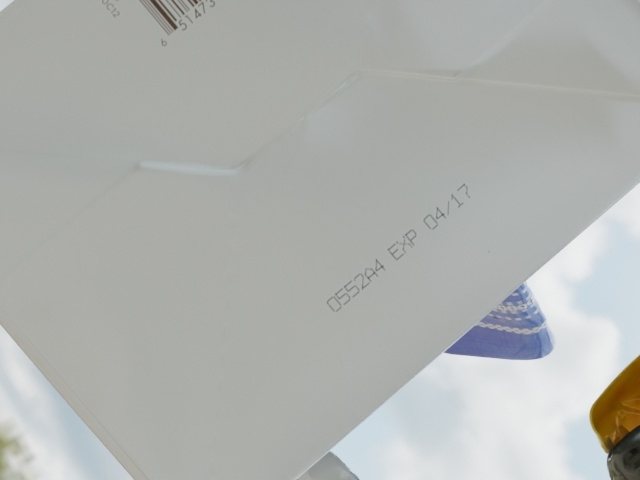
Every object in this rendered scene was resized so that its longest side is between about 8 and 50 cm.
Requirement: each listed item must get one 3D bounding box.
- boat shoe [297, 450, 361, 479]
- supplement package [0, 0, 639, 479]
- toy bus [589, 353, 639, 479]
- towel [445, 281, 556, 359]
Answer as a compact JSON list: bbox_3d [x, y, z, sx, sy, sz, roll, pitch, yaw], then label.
[{"bbox_3d":[0.055,0.272,1.225,0.302,0.094,0.109,58,-6,-5],"label":"boat shoe"},{"bbox_3d":[-0.018,-0.042,0.792,0.204,0.262,0.145,50,-8,-4],"label":"supplement package"},{"bbox_3d":[0.265,0.166,1.060,0.220,0.149,0.211,48,-13,37],"label":"toy bus"},{"bbox_3d":[0.000,0.000,1.287,0.243,0.040,0.336,5,-23,25],"label":"towel"}]
